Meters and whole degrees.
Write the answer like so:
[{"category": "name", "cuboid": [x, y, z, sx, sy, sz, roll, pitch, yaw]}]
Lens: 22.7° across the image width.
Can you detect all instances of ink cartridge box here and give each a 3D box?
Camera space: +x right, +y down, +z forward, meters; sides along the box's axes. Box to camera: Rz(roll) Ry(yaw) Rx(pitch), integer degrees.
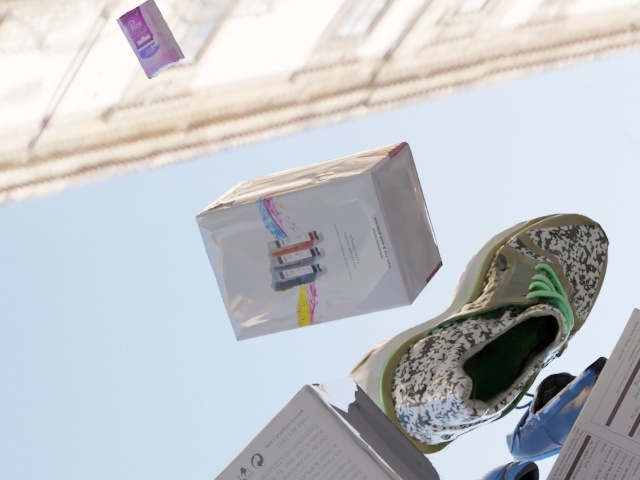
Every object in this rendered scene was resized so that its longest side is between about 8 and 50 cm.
[{"category": "ink cartridge box", "cuboid": [0.000, 0.000, 1.447, 0.128, 0.176, 0.127, -44, -61, -65]}]

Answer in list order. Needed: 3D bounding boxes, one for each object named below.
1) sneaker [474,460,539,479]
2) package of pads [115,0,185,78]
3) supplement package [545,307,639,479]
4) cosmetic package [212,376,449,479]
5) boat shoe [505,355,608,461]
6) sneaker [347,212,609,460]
[{"category": "sneaker", "cuboid": [0.194, 0.318, 1.604, 0.069, 0.082, 0.209, 28, -132, -31]}, {"category": "package of pads", "cuboid": [-0.199, -0.237, 1.871, 0.083, 0.050, 0.032, 62, -150, -1]}, {"category": "supplement package", "cuboid": [0.302, 0.207, 1.286, 0.145, 0.204, 0.262, 24, 170, 31]}, {"category": "cosmetic package", "cuboid": [0.038, 0.226, 1.146, 0.224, 0.138, 0.224, 44, -176, 9]}, {"category": "boat shoe", "cuboid": [0.292, 0.190, 1.859, 0.109, 0.258, 0.089, -27, -97, -34]}, {"category": "sneaker", "cuboid": [0.215, 0.097, 1.670, 0.410, 0.182, 0.158, -41, -75, -37]}]
